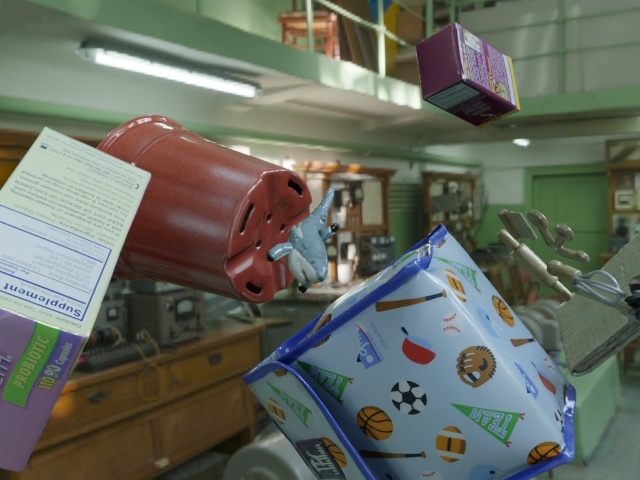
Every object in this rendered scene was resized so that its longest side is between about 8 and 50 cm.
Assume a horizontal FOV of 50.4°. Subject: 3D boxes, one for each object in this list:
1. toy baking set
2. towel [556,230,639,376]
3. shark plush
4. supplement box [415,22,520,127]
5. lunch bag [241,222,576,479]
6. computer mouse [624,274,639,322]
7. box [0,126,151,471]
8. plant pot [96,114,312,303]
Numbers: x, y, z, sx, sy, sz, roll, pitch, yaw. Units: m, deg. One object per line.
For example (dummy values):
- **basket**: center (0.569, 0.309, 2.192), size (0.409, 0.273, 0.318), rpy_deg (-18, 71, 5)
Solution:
- **toy baking set**: center (0.378, 0.045, 1.066), size (0.030, 0.256, 0.197), rpy_deg (-45, 0, -8)
- **towel**: center (0.573, 0.120, 1.323), size (0.049, 0.282, 0.187), rpy_deg (27, 37, -11)
- **shark plush**: center (0.000, 0.000, 0.859), size (0.067, 0.073, 0.161), rpy_deg (-22, 23, 35)
- **supplement box**: center (0.124, -0.135, 0.568), size (0.083, 0.054, 0.043), rpy_deg (14, -25, -42)
- **lunch bag**: center (0.106, 0.228, 0.972), size (0.385, 0.327, 0.239), rpy_deg (-37, -2, 27)
- **computer mouse**: center (0.489, 0.076, 0.903), size (0.189, 0.072, 0.272), rpy_deg (-16, -4, 14)
- **box**: center (-0.278, 0.052, 0.660), size (0.117, 0.213, 0.243), rpy_deg (25, 34, -16)
- **plant pot**: center (-0.171, -0.036, 1.034), size (0.265, 0.272, 0.272), rpy_deg (16, 12, 30)
